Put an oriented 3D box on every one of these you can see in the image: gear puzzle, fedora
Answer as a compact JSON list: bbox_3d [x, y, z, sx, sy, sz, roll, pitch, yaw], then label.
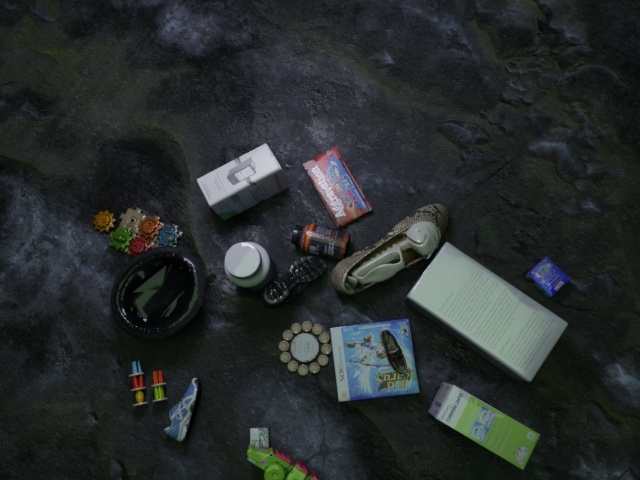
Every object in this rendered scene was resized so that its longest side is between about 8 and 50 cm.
[{"bbox_3d":[-0.682,-0.033,1.932,0.339,0.044,0.175,23,80,9],"label":"gear puzzle"},{"bbox_3d":[-0.537,0.186,1.817,0.335,0.152,0.333,-1,79,5],"label":"fedora"}]

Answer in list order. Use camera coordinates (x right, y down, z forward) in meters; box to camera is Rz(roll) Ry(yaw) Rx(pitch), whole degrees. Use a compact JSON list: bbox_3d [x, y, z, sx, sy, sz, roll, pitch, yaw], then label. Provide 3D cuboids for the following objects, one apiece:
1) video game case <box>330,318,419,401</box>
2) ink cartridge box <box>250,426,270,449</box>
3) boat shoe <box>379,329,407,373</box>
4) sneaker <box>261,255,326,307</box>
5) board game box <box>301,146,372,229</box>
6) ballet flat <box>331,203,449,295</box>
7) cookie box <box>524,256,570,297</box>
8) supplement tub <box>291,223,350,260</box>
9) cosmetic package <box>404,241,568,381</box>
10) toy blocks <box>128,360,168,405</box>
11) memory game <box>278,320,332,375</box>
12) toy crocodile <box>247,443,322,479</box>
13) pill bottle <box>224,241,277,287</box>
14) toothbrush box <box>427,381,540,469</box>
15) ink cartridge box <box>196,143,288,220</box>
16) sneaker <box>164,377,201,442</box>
[{"bbox_3d":[0.179,0.400,1.770,0.270,0.061,0.244,-7,78,2],"label":"video game case"},{"bbox_3d":[-0.199,0.679,1.747,0.063,0.029,0.115,-3,77,3],"label":"ink cartridge box"},{"bbox_3d":[0.236,0.363,1.717,0.056,0.049,0.152,-27,78,-4],"label":"boat shoe"},{"bbox_3d":[-0.096,0.144,1.832,0.267,0.106,0.101,-32,71,-24],"label":"sneaker"},{"bbox_3d":[0.059,-0.194,1.928,0.145,0.027,0.281,-29,77,-2],"label":"board game box"},{"bbox_3d":[0.261,0.046,1.779,0.483,0.182,0.164,-32,106,-4],"label":"ballet flat"},{"bbox_3d":[0.773,0.126,1.801,0.092,0.040,0.107,-41,78,-6],"label":"cookie box"},{"bbox_3d":[0.000,0.000,1.848,0.198,0.106,0.105,15,79,7],"label":"supplement tub"},{"bbox_3d":[0.528,0.234,1.731,0.453,0.161,0.230,36,82,10],"label":"cosmetic package"},{"bbox_3d":[-0.590,0.480,1.806,0.123,0.054,0.148,-13,76,2],"label":"toy blocks"},{"bbox_3d":[-0.053,0.370,1.816,0.186,0.012,0.186,-1,78,4],"label":"memory game"},{"bbox_3d":[-0.085,0.743,1.675,0.341,0.115,0.105,31,81,3],"label":"toy crocodile"},{"bbox_3d":[-0.234,0.089,1.758,0.153,0.272,0.152,-1,77,4],"label":"pill bottle"},{"bbox_3d":[0.495,0.564,1.637,0.283,0.206,0.122,27,81,10],"label":"toothbrush box"},{"bbox_3d":[-0.267,-0.200,1.863,0.273,0.198,0.114,-28,76,-3],"label":"ink cartridge box"},{"bbox_3d":[-0.458,0.562,1.765,0.081,0.080,0.211,16,78,4],"label":"sneaker"}]
